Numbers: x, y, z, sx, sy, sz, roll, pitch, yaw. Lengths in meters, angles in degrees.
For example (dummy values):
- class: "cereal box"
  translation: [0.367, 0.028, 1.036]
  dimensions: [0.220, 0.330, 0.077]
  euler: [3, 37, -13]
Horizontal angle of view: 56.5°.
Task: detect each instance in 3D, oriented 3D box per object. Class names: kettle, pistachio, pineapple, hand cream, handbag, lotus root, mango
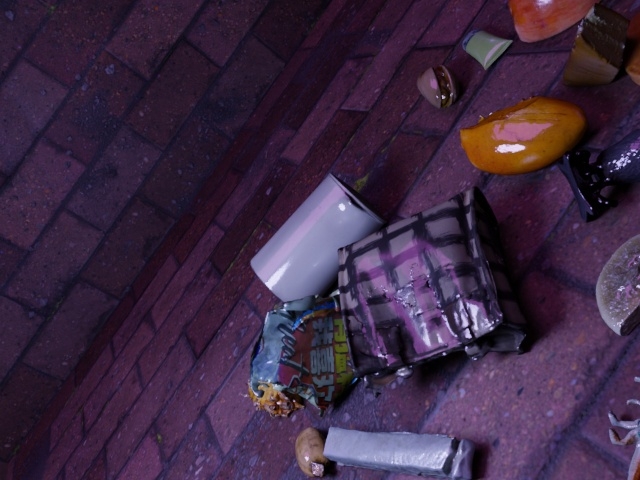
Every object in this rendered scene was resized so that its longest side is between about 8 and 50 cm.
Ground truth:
- class: "kettle"
  translation: [0.008, 0.009, 1.553]
  dimensions: [0.318, 0.265, 0.205]
  euler: [-50, 58, 9]
- class: "pistachio"
  translation: [0.317, -0.413, 1.602]
  dimensions: [0.113, 0.113, 0.149]
  euler: [-37, 38, 31]
- class: "pineapple"
  translation: [-0.121, 0.359, 1.448]
  dimensions: [0.135, 0.079, 0.233]
  euler: [-41, 22, 7]
- class: "hand cream"
  translation: [0.437, -0.517, 1.589]
  dimensions: [0.095, 0.046, 0.175]
  euler: [-46, 34, 15]
- class: "handbag"
  translation: [0.192, 0.094, 1.111]
  dimensions: [0.325, 0.162, 0.327]
  euler: [-25, 40, 23]
- class: "lotus root"
  translation: [-0.017, 0.430, 1.205]
  dimensions: [0.072, 0.063, 0.152]
  euler: [-43, 23, 0]
- class: "mango"
  translation: [0.407, -0.207, 1.186]
  dimensions: [0.252, 0.126, 0.154]
  euler: [-7, 42, 48]

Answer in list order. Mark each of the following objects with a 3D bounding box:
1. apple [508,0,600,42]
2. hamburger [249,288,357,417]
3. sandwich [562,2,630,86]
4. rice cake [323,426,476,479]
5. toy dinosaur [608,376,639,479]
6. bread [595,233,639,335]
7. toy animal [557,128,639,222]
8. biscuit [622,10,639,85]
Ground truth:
- class: "apple"
  translation: [0.545, -0.643, 1.427]
  dimensions: [0.251, 0.163, 0.293]
  euler: [-27, 36, 41]
- class: "hamburger"
  translation: [-0.027, 0.212, 1.255]
  dimensions: [0.261, 0.276, 0.150]
  euler: [-62, 29, -1]
- class: "sandwich"
  translation: [0.524, -0.363, 1.137]
  dimensions: [0.258, 0.096, 0.094]
  euler: [4, -80, -74]
- class: "rice cake"
  translation: [0.127, 0.369, 1.038]
  dimensions: [0.336, 0.063, 0.066]
  euler: [-18, 47, 51]
- class: "toy dinosaur"
  translation: [0.419, 0.243, 0.739]
  dimensions: [0.106, 0.044, 0.188]
  euler: [-18, 41, 28]
- class: "bread"
  translation: [0.474, 0.040, 0.887]
  dimensions: [0.193, 0.036, 0.112]
  euler: [-50, 26, 9]
- class: "toy animal"
  translation: [0.517, -0.125, 0.987]
  dimensions: [0.210, 0.121, 0.117]
  euler: [-25, -9, 19]
- class: "biscuit"
  translation: [0.694, -0.397, 1.011]
  dimensions: [0.351, 0.057, 0.312]
  euler: [-48, 27, 18]
